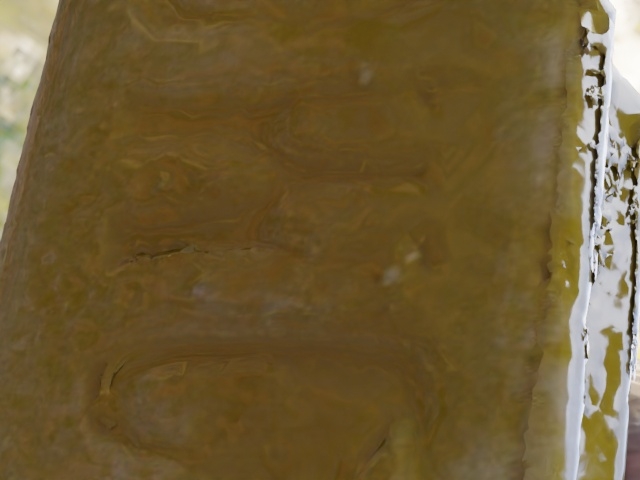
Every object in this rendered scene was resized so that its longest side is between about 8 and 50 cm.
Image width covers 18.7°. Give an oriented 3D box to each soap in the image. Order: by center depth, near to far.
[{"bbox_3d":[0.000,0.000,0.507,0.080,0.160,0.257,58,35,-57],"label":"soap"}]

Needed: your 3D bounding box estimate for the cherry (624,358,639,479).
[{"bbox_3d":[0.093,0.141,0.611,0.203,0.230,0.300,-43,-162,14],"label":"cherry"}]
